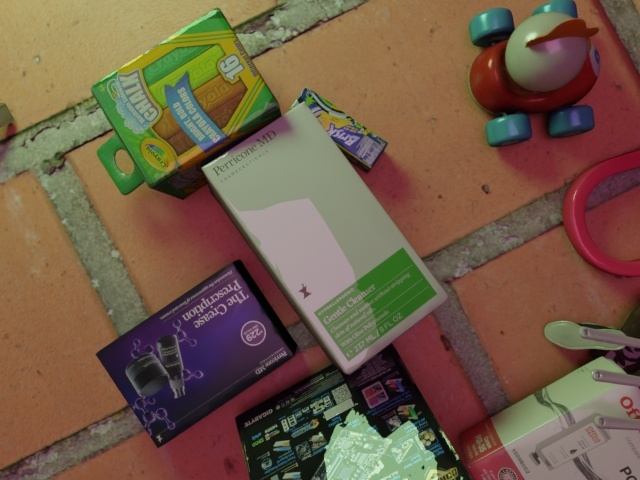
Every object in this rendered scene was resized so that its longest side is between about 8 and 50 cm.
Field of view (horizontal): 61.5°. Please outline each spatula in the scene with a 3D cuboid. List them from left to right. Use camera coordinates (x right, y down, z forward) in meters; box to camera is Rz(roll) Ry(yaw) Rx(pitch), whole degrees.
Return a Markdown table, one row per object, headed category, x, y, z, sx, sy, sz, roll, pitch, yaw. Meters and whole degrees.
| category | x | y | z | sx | sy | sz | roll | pitch | yaw |
| --- | --- | --- | --- | --- | --- | --- | --- | --- | --- |
| spatula | 0.471 | 0.209 | 0.777 | 0.241 | 0.019 | 0.168 | 13 | 66 | -26 |

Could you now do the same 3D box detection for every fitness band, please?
| category | x | y | z | sx | sy | sz | roll | pitch | yaw |
| --- | --- | --- | --- | --- | --- | --- | --- | --- | --- |
| fitness band | 0.561 | -0.052 | 0.919 | 0.290 | 0.054 | 0.209 | -16 | 86 | -1 |

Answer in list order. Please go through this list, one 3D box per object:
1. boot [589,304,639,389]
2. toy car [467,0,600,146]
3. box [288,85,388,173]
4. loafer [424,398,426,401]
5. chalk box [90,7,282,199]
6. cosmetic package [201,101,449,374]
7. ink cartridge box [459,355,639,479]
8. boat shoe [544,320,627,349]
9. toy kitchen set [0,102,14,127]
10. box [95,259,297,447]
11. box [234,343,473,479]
| category | x | y | z | sx | sy | sz | roll | pitch | yaw |
| --- | --- | --- | --- | --- | --- | --- | --- | --- | --- |
| boot | 0.611 | 0.207 | 0.910 | 0.248 | 0.090 | 0.207 | 44 | 101 | -1 |
| toy car | 0.356 | -0.281 | 0.826 | 0.210 | 0.238 | 0.220 | -8 | 89 | 0 |
| box | 0.029 | -0.186 | 0.911 | 0.168 | 0.059 | 0.054 | 36 | 87 | 1 |
| loafer | 0.068 | 0.346 | 0.889 | 0.267 | 0.084 | 0.096 | -30 | 90 | -1 |
| chalk box | -0.221 | -0.186 | 0.851 | 0.288 | 0.179 | 0.180 | -33 | 89 | -1 |
| cosmetic package | 0.000 | 0.000 | 0.843 | 0.196 | 0.155 | 0.366 | -36 | 87 | -9 |
| ink cartridge box | 0.401 | 0.349 | 0.856 | 0.283 | 0.117 | 0.207 | -33 | 88 | 9 |
| boat shoe | 0.446 | 0.159 | 0.904 | 0.125 | 0.038 | 0.046 | -2 | 85 | 33 |
| toy kitchen set | -0.581 | -0.192 | 0.928 | 0.083 | 0.075 | 0.068 | 11 | 131 | 31 |
| box | -0.196 | 0.179 | 0.886 | 0.261 | 0.103 | 0.184 | -34 | 92 | -1 |
| box | 0.041 | 0.328 | 0.805 | 0.295 | 0.293 | 0.073 | -28 | 133 | -2 |
